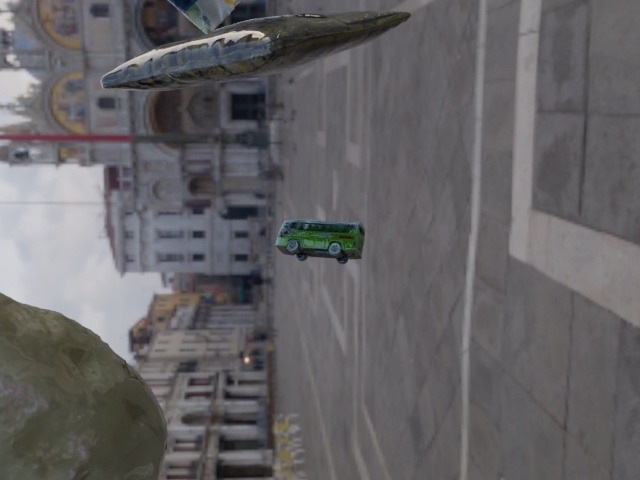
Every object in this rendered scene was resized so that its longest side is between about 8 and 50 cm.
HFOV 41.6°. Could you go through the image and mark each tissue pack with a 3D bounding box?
[{"bbox_3d":[-0.084,-0.178,0.526,0.042,0.083,0.062,-34,29,35],"label":"tissue pack"}]

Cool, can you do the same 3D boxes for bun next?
[{"bbox_3d":[-0.203,0.123,0.447,0.231,0.230,0.133,95,-175,-46],"label":"bun"}]

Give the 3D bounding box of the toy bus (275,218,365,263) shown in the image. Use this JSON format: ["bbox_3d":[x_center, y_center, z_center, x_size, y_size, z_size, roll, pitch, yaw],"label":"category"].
[{"bbox_3d":[0.000,0.000,0.816,0.031,0.083,0.037,50,-132,-62],"label":"toy bus"}]

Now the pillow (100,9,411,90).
[{"bbox_3d":[-0.057,-0.176,0.769,0.208,0.212,0.052,-30,-69,-49],"label":"pillow"}]

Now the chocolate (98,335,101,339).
[{"bbox_3d":[-0.383,0.226,1.206,0.177,0.206,0.224,175,107,-84],"label":"chocolate"}]
